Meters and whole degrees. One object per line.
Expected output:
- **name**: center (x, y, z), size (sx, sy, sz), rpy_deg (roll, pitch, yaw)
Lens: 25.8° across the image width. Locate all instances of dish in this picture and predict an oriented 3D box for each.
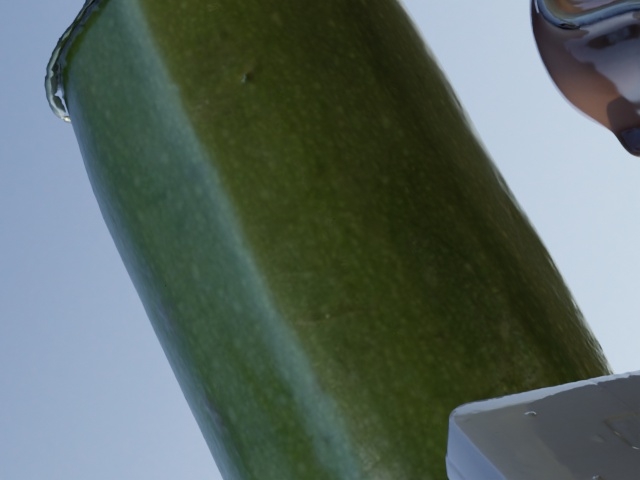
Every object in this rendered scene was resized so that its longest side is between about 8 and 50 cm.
- **dish**: center (0.188, -0.135, 0.697), size (0.090, 0.213, 0.213), rpy_deg (12, -125, -49)

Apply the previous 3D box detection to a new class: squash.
- **squash**: center (0.000, 0.000, 0.937), size (0.263, 0.263, 0.384), rpy_deg (-5, -116, -56)

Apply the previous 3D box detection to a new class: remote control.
- **remote control**: center (0.178, 0.075, 0.535), size (0.103, 0.250, 0.034), rpy_deg (-136, 41, -62)
